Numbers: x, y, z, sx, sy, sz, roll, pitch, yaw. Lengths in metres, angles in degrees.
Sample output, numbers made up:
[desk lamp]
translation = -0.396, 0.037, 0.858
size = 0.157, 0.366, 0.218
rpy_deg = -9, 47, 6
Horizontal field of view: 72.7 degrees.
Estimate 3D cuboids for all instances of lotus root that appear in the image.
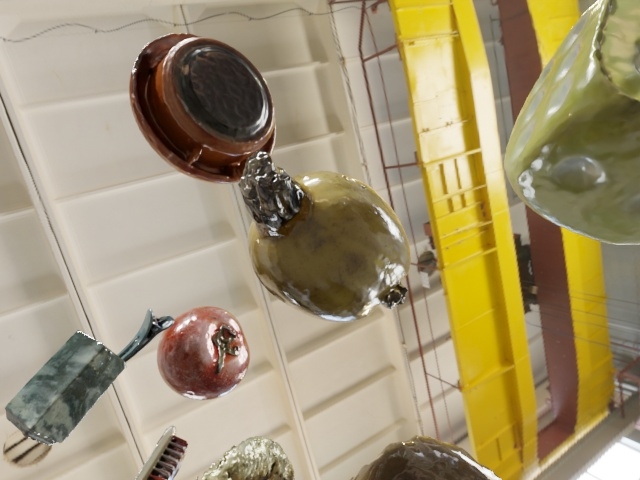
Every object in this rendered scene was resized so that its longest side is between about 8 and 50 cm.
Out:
[lotus root]
translation = 0.000, 0.000, 0.535
size = 0.310, 0.183, 0.182
rpy_deg = 36, -104, -53

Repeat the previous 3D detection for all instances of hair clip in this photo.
[hair clip]
translation = -0.509, 0.289, 1.146
size = 0.275, 0.048, 0.083
rpy_deg = -44, -37, 5

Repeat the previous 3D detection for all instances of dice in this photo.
[dice]
translation = 0.398, -0.150, 0.558
size = 0.233, 0.226, 0.238
rpy_deg = 26, -115, 5

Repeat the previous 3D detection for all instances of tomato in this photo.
[tomato]
translation = -0.349, 0.332, 1.274
size = 0.270, 0.227, 0.270
rpy_deg = 39, -143, -38

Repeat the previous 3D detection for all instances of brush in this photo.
[brush]
translation = -0.270, 0.396, 0.567
size = 0.050, 0.060, 0.321
rpy_deg = 30, -145, -1

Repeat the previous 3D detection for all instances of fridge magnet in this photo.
[fridge magnet]
translation = -0.247, -0.307, 0.999
size = 0.364, 0.155, 0.363
rpy_deg = 14, -112, -38

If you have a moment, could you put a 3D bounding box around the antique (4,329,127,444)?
[antique]
translation = -0.466, 0.271, 0.798
size = 0.183, 0.086, 0.088
rpy_deg = -55, -31, -30

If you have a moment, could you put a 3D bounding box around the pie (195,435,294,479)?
[pie]
translation = -0.143, 0.428, 0.678
size = 0.274, 0.055, 0.273
rpy_deg = -27, -50, -37

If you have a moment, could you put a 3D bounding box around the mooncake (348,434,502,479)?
[mooncake]
translation = 0.137, 0.439, 0.551
size = 0.324, 0.323, 0.187
rpy_deg = 3, -48, -29
